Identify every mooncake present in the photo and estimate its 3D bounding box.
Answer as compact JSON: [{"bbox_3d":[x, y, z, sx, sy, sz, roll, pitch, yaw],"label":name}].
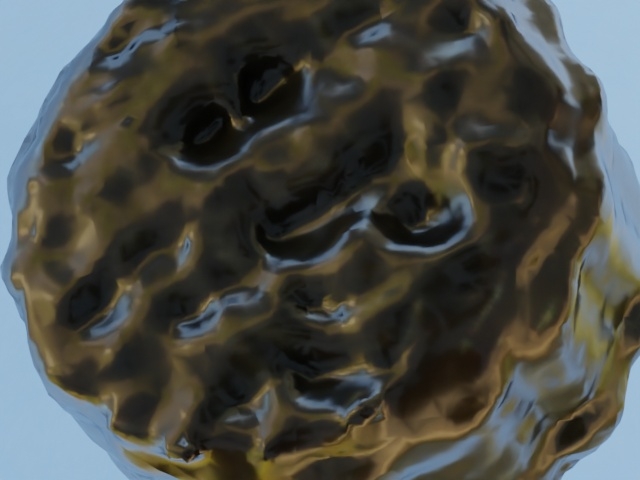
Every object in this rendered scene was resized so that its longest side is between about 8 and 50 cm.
[{"bbox_3d":[0.000,0.000,0.690,0.228,0.124,0.228,-9,-116,19],"label":"mooncake"}]
